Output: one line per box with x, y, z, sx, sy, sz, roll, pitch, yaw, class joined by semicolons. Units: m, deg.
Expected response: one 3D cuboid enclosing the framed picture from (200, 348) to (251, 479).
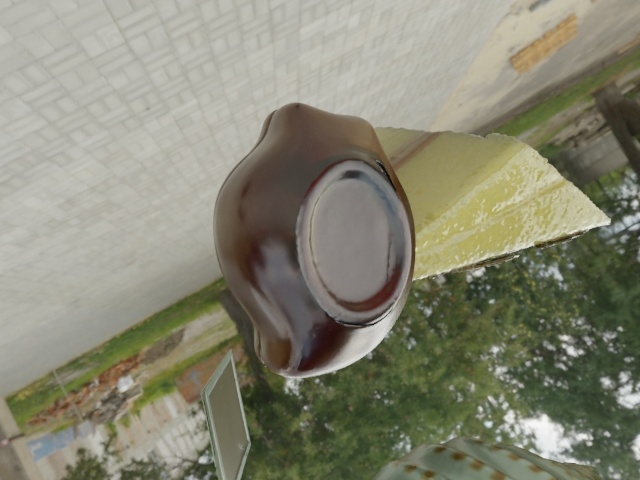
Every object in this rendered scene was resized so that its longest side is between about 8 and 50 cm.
-0.189;0.365;1.178;0.019;0.232;0.296;-11;-177;1;framed picture

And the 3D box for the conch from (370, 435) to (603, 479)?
0.103;0.298;0.493;0.320;0.215;0.303;-24;144;1;conch

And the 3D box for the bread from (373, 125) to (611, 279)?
0.123;-0.004;0.886;0.405;0.242;0.345;-47;-152;3;bread

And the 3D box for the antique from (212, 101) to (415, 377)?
0.000;0.000;0.601;0.224;0.277;0.129;10;174;-33;antique
